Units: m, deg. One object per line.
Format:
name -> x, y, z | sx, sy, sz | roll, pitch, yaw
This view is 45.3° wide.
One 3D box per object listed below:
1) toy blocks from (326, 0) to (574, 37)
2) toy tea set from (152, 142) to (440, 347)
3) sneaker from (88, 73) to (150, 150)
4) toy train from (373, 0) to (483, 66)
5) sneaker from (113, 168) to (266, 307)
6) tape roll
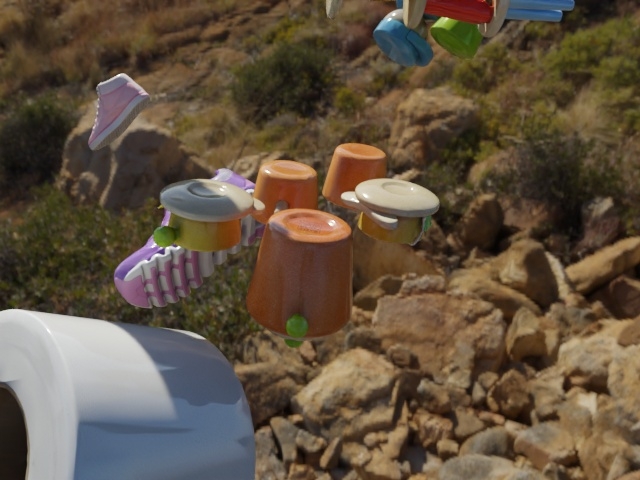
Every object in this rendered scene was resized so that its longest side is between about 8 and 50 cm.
toy blocks -> 0.083, -0.163, 0.433 | 0.148, 0.123, 0.054 | 5, 73, -6
toy tea set -> 0.000, 0.000, 0.775 | 0.200, 0.124, 0.336 | 24, 28, 32
sneaker -> -0.331, -0.205, 1.204 | 0.070, 0.134, 0.051 | 49, 23, 0
toy train -> 0.154, -0.225, 0.687 | 0.143, 0.105, 0.248 | -56, 31, -6
sneaker -> -0.159, -0.013, 0.926 | 0.104, 0.095, 0.236 | 39, 54, 19
tape roll -> -0.196, 0.186, 0.635 | 0.169, 0.246, 0.246 | 17, 22, -46
